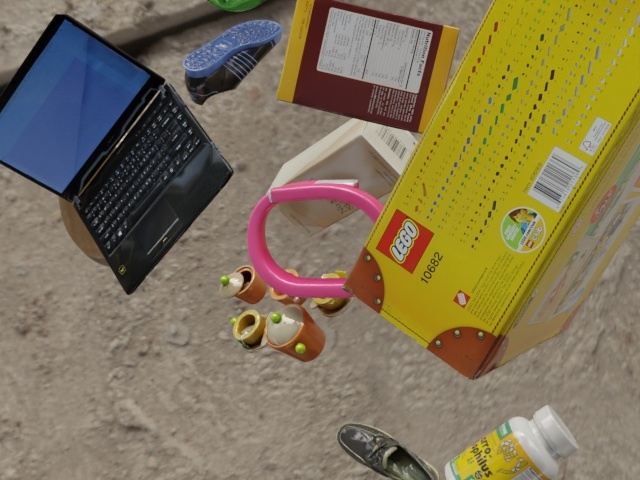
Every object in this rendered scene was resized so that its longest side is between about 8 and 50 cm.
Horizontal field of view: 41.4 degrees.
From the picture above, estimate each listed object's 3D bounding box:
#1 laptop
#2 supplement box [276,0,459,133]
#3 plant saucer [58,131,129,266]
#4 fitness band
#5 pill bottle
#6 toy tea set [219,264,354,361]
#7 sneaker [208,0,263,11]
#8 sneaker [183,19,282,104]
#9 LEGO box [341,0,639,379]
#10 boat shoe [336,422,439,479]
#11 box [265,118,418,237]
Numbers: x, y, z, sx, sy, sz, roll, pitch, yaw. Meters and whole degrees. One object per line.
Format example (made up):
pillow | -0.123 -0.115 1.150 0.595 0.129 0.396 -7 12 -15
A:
laptop | -0.282 -0.103 1.071 0.234 0.136 0.264 -46 65 23
supplement box | 0.053 -0.219 1.075 0.194 0.191 0.129 13 99 -3
plant saucer | -0.420 -0.083 1.648 0.278 0.041 0.278 4 98 34
fitness band | 0.000 0.000 1.492 0.291 0.054 0.209 -1 104 26
pill bottle | 0.323 0.372 1.426 0.208 0.117 0.117 -38 79 12
toy tea set | -0.101 0.124 1.679 0.336 0.124 0.200 2 60 43
sneaker | -0.043 -0.334 0.707 0.134 0.343 0.146 17 57 6
sneaker | -0.166 -0.343 1.624 0.081 0.232 0.090 38 147 30
LEGO box | 0.290 -0.116 1.003 0.193 0.372 0.500 36 110 24
boat shoe | 0.133 0.422 1.661 0.223 0.073 0.080 29 75 13
box | 0.045 -0.141 1.764 0.148 0.121 0.311 43 136 -17
